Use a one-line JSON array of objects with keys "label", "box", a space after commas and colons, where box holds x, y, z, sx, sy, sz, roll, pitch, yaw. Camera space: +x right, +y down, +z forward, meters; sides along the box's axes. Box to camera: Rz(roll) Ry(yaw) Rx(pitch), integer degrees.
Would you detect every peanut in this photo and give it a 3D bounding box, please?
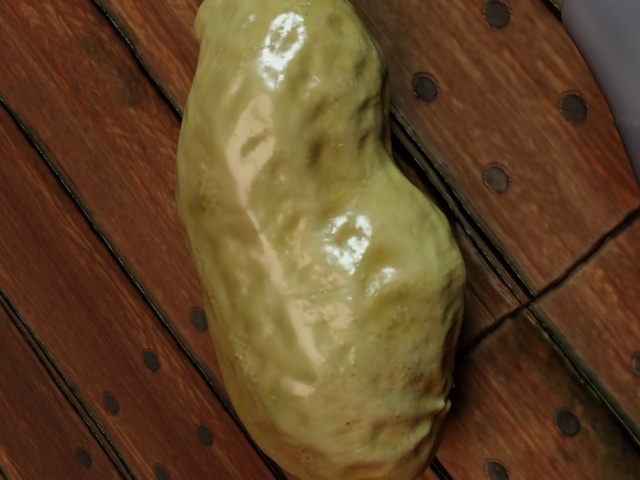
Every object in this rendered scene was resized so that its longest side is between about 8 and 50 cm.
[{"label": "peanut", "box": [0.000, 0.000, 1.002, 0.192, 0.169, 0.387, -9, 101, 35]}]

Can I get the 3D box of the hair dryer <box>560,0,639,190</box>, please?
[{"label": "hair dryer", "box": [0.298, -0.139, 0.728, 0.361, 0.121, 0.301, -44, 38, 19]}]
